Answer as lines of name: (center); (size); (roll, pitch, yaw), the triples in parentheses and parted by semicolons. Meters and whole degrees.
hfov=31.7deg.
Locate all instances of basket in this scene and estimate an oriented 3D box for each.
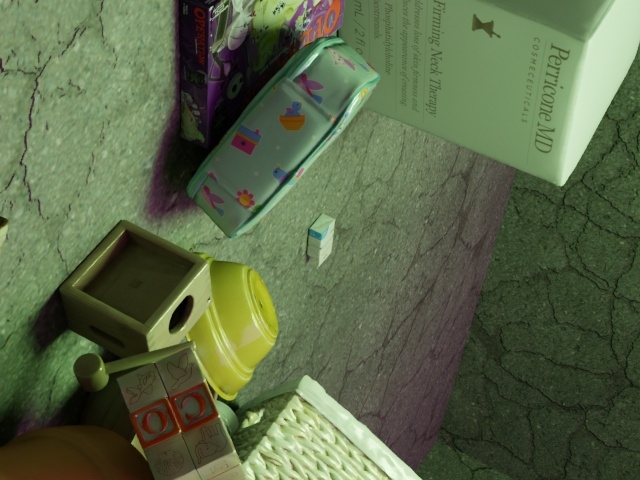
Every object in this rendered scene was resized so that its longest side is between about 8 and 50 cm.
basket: (-0.035, 0.444, 1.855); (0.266, 0.331, 0.328); (-52, -172, -28)

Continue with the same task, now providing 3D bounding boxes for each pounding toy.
pounding toy: (-0.213, 0.106, 1.311); (0.206, 0.181, 0.094); (-52, 158, -33)

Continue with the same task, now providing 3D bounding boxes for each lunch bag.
lunch bag: (-0.048, -0.135, 1.450); (0.279, 0.108, 0.224); (-47, -177, 17)

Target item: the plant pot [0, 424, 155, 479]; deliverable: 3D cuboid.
plant pot: (-0.327, 0.342, 1.193); (0.203, 0.291, 0.291); (14, 101, -55)

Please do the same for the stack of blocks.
stack of blocks: (-0.148, 0.229, 1.277); (0.087, 0.171, 0.297); (-24, 153, -9)

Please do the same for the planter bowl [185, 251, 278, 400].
planter bowl: (-0.115, 0.099, 1.521); (0.217, 0.090, 0.217); (-21, 90, -80)

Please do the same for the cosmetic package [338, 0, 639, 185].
cosmetic package: (0.270, -0.360, 1.713); (0.327, 0.393, 0.329); (-55, 158, -28)

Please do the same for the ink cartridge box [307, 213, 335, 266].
ink cartridge box: (0.000, 0.000, 2.005); (0.048, 0.028, 0.083); (-49, 155, -40)

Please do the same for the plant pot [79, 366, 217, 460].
plant pot: (-0.243, 0.238, 1.513); (0.237, 0.109, 0.237); (-52, 157, -33)

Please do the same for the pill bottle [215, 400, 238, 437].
pill bottle: (-0.202, 0.326, 1.762); (0.169, 0.094, 0.094); (-45, 153, -47)

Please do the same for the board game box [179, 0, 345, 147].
board game box: (-0.063, -0.292, 1.440); (0.347, 0.056, 0.208); (-49, 160, -40)

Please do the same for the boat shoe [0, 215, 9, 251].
boat shoe: (-0.341, 0.017, 1.056); (0.135, 0.050, 0.045); (-36, 140, -56)
